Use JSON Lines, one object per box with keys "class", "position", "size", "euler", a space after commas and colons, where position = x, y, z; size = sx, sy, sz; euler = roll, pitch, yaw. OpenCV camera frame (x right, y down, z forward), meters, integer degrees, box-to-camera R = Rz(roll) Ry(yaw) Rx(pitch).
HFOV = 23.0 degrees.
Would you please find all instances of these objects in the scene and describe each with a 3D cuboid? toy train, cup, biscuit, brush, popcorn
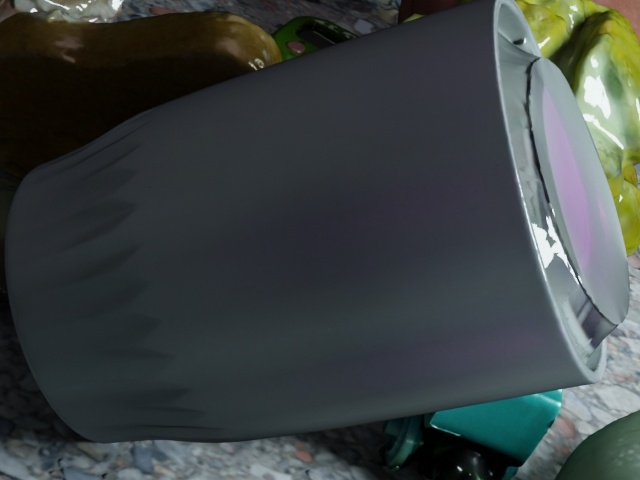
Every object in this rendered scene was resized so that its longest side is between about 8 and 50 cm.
{"class": "toy train", "position": [0.117, 0.103, 1.195], "size": [0.107, 0.154, 0.198], "euler": [22, 31, -10]}
{"class": "cup", "position": [0.000, 0.000, 1.039], "size": [0.372, 0.253, 0.253], "euler": [-13, 28, 16]}
{"class": "biscuit", "position": [-0.103, -0.088, 1.222], "size": [0.344, 0.287, 0.057], "euler": [19, 59, -2]}
{"class": "brush", "position": [-0.243, 0.004, 1.226], "size": [0.034, 0.027, 0.190], "euler": [16, 25, -21]}
{"class": "popcorn", "position": [0.174, -0.087, 1.333], "size": [0.225, 0.276, 0.276], "euler": [42, 36, 26]}

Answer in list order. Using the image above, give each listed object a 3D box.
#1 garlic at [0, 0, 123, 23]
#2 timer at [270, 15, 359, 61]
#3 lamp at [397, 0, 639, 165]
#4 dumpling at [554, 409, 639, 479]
{"class": "garlic", "position": [-0.279, -0.172, 1.327], "size": [0.214, 0.191, 0.160], "euler": [-18, 88, -47]}
{"class": "timer", "position": [0.014, -0.180, 1.651], "size": [0.140, 0.047, 0.128], "euler": [30, 33, 9]}
{"class": "lamp", "position": [0.211, -0.171, 1.587], "size": [0.305, 0.239, 0.305], "euler": [31, -13, 8]}
{"class": "dumpling", "position": [0.289, 0.216, 1.090], "size": [0.321, 0.212, 0.270], "euler": [-27, 60, -40]}
